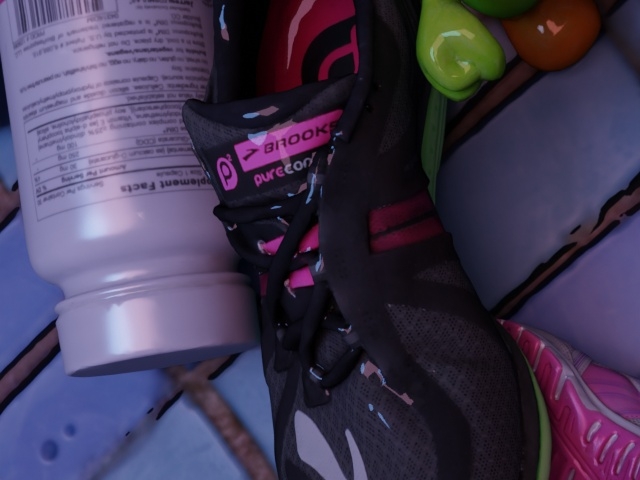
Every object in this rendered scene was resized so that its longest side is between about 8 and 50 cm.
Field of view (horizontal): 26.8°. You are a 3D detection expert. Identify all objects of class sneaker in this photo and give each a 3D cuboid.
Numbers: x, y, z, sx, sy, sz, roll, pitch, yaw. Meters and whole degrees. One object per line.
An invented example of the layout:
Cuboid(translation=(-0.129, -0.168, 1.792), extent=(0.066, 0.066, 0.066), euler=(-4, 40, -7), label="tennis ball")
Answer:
Cuboid(translation=(0.183, 0.134, 0.823), extent=(0.252, 0.111, 0.103), euler=(41, 115, 41), label="sneaker")
Cuboid(translation=(0.000, 0.000, 0.806), extent=(0.185, 0.202, 0.483), euler=(-25, 63, 26), label="sneaker")

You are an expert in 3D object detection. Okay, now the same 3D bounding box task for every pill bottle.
Cuboid(translation=(-0.129, -0.056, 0.927), extent=(0.160, 0.160, 0.283), euler=(-12, 82, 21), label="pill bottle")

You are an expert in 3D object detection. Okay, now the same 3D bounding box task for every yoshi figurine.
Cuboid(translation=(0.125, -0.183, 0.721), extent=(0.203, 0.362, 0.204), euler=(-1, 84, 25), label="yoshi figurine")
